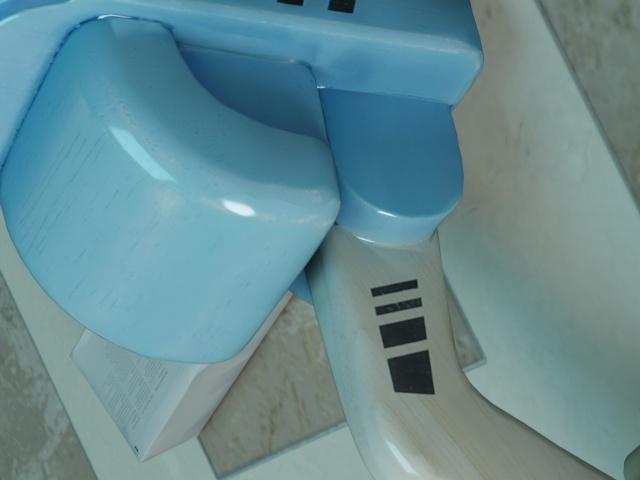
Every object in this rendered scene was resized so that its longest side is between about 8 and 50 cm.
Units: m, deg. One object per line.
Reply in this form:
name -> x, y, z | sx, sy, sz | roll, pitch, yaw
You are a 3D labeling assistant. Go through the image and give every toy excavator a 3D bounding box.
toy excavator -> 0.000, 0.000, 1.000 | 0.222, 0.433, 0.445 | 128, 141, -50

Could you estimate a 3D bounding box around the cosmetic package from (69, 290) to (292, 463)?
cosmetic package -> -0.089, 0.047, 1.301 | 0.099, 0.060, 0.239 | 56, 142, 18
